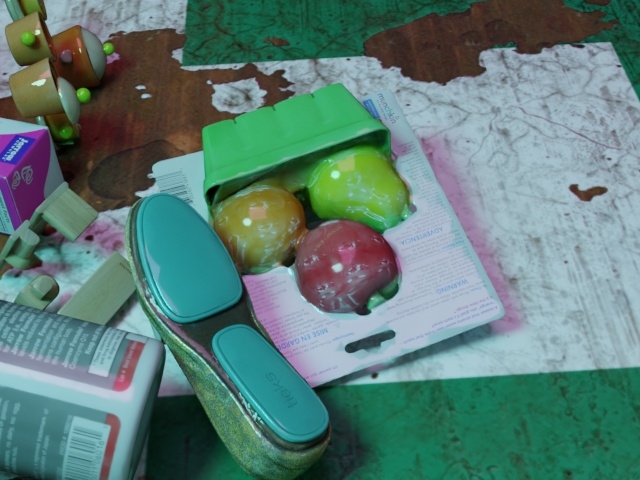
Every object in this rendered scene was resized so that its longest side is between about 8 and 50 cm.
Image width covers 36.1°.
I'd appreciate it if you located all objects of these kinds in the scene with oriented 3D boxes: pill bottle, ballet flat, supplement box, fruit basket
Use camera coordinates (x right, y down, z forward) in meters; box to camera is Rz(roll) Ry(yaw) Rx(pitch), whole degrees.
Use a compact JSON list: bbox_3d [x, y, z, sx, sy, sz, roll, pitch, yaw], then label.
[{"bbox_3d":[-0.308,0.142,0.967,0.283,0.161,0.161,15,44,-3],"label":"pill bottle"},{"bbox_3d":[-0.116,0.106,1.038,0.123,0.123,0.349,-27,64,-23],"label":"ballet flat"},{"bbox_3d":[-0.469,-0.095,1.304,0.220,0.114,0.111,12,47,13],"label":"supplement box"},{"bbox_3d":[0.000,0.000,1.178,0.326,0.165,0.353,-20,67,-7],"label":"fruit basket"}]

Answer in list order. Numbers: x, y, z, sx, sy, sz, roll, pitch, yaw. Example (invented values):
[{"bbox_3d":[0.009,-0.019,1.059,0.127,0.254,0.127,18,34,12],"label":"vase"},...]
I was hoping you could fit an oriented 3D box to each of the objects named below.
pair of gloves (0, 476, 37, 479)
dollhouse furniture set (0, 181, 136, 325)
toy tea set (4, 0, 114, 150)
[{"bbox_3d":[-0.277,0.281,0.885,0.240,0.042,0.204,19,15,39],"label":"pair of gloves"},{"bbox_3d":[-0.317,0.048,1.207,0.151,0.123,0.144,41,51,-6],"label":"dollhouse furniture set"},{"bbox_3d":[-0.360,-0.252,1.400,0.124,0.200,0.336,-18,45,-4],"label":"toy tea set"}]
